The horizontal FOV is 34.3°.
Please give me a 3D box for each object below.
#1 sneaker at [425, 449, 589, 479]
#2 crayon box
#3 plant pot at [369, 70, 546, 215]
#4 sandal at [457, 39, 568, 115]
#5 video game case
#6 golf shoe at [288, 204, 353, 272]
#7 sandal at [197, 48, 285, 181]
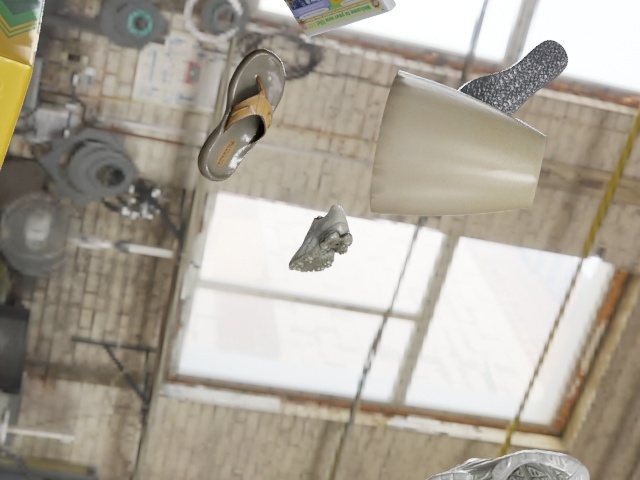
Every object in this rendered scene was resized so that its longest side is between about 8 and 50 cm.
[{"bbox_3d":[0.249,0.326,1.423,0.115,0.232,0.090,-16,96,-77],"label":"sneaker"},{"bbox_3d":[-0.448,-0.206,1.403,0.203,0.083,0.323,-62,-157,27],"label":"crayon box"},{"bbox_3d":[0.248,-0.147,1.822,0.256,0.274,0.256,12,90,-81],"label":"plant pot"},{"bbox_3d":[0.358,-0.288,1.975,0.097,0.254,0.054,61,-5,-1],"label":"sandal"},{"bbox_3d":[-0.004,-0.417,1.603,0.212,0.193,0.023,-3,-141,52],"label":"video game case"},{"bbox_3d":[0.000,0.000,1.874,0.176,0.069,0.086,-37,-131,47],"label":"golf shoe"},{"bbox_3d":[-0.116,-0.184,1.583,0.219,0.090,0.060,-59,-146,7],"label":"sandal"}]
